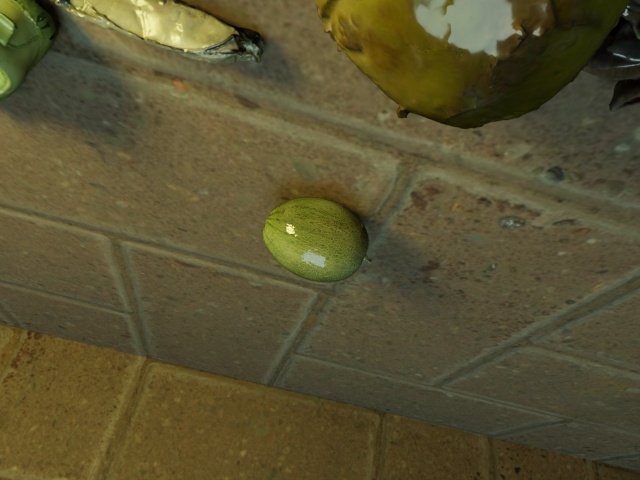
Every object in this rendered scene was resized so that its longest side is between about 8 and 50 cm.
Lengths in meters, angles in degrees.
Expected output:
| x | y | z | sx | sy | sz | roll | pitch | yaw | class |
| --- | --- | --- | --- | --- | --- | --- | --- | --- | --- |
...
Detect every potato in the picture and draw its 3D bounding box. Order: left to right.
| x | y | z | sx | sy | sz | roll | pitch | yaw | class |
| --- | --- | --- | --- | --- | --- | --- | --- | --- | --- |
| 0.132 | -0.210 | 0.329 | 0.247 | 0.196 | 0.299 | 7 | 154 | -13 | potato |

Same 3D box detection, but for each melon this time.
| x | y | z | sx | sy | sz | roll | pitch | yaw | class |
| --- | --- | --- | --- | --- | --- | --- | --- | --- | --- |
| 0.000 | 0.000 | 0.780 | 0.193 | 0.139 | 0.139 | 21 | 147 | -7 | melon |

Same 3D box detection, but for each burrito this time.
| x | y | z | sx | sy | sz | roll | pitch | yaw | class |
| --- | --- | --- | --- | --- | --- | --- | --- | --- | --- |
| -0.176 | -0.245 | 0.521 | 0.230 | 0.063 | 0.058 | 20 | 119 | -11 | burrito |

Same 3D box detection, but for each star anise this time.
| x | y | z | sx | sy | sz | roll | pitch | yaw | class |
| --- | --- | --- | --- | --- | --- | --- | --- | --- | --- |
| 0.344 | -0.197 | 0.410 | 0.209 | 0.089 | 0.231 | 13 | 156 | -26 | star anise |

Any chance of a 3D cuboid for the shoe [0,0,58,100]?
| x | y | z | sx | sy | sz | roll | pitch | yaw | class |
| --- | --- | --- | --- | --- | --- | --- | --- | --- | --- |
| -0.446 | -0.239 | 0.578 | 0.263 | 0.128 | 0.140 | -14 | 127 | 30 | shoe |
